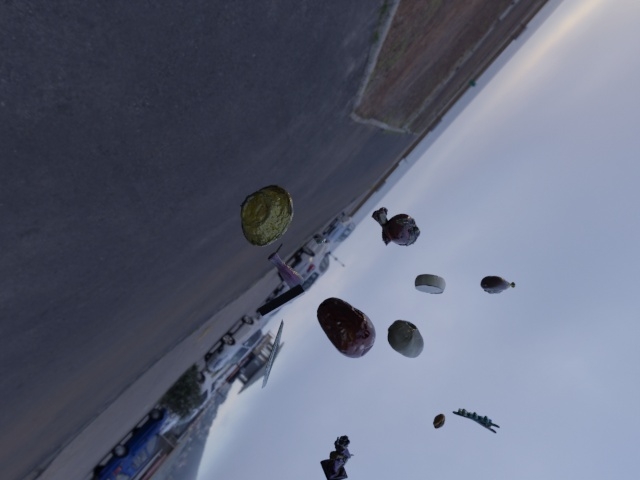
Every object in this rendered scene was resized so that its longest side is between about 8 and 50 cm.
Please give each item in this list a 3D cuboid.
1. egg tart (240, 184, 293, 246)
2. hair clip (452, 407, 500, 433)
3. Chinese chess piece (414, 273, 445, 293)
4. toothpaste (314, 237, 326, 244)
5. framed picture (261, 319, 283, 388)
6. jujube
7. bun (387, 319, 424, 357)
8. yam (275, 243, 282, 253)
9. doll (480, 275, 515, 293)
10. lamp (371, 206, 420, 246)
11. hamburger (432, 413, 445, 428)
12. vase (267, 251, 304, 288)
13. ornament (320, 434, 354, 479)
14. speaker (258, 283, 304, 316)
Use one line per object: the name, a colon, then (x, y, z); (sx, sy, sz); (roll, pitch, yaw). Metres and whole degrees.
egg tart: (-0.303, -0.137, 2.193); (0.345, 0.345, 0.132); (-48, 149, 13)
hair clip: (0.593, 0.677, 1.607); (0.049, 0.172, 0.049); (-52, 152, -43)
Chinese chess piece: (0.438, 0.174, 1.686); (0.122, 0.122, 0.051); (125, -22, -69)
toothpaste: (0.000, 0.000, 2.397); (0.255, 0.067, 0.037); (-96, -175, -84)
framed picture: (-0.196, 0.475, 1.744); (0.273, 0.016, 0.217); (106, 2, -55)
jujube: (0.119, 0.412, 2.016); (0.223, 0.318, 0.223); (-32, 144, -27)
bun: (0.361, 0.401, 1.770); (0.166, 0.173, 0.113); (6, 120, -47)
yam: (-0.250, 0.062, 2.441); (0.107, 0.014, 0.014); (-55, 176, 5)
doll: (0.908, 0.229, 2.145); (0.145, 0.188, 0.096); (105, -10, -87)
lamp: (0.370, -0.065, 2.061); (0.223, 0.215, 0.151); (-13, -169, 22)
hamburger: (0.644, 0.979, 2.286); (0.076, 0.044, 0.083); (-39, 174, 28)
vase: (-0.181, 0.153, 2.161); (0.086, 0.214, 0.086); (-36, -162, 14)
ornament: (0.065, 0.722, 1.438); (0.088, 0.081, 0.203); (-4, 120, -26)
speaker: (-0.173, 0.272, 1.894); (0.218, 0.044, 0.082); (-30, 168, -7)
